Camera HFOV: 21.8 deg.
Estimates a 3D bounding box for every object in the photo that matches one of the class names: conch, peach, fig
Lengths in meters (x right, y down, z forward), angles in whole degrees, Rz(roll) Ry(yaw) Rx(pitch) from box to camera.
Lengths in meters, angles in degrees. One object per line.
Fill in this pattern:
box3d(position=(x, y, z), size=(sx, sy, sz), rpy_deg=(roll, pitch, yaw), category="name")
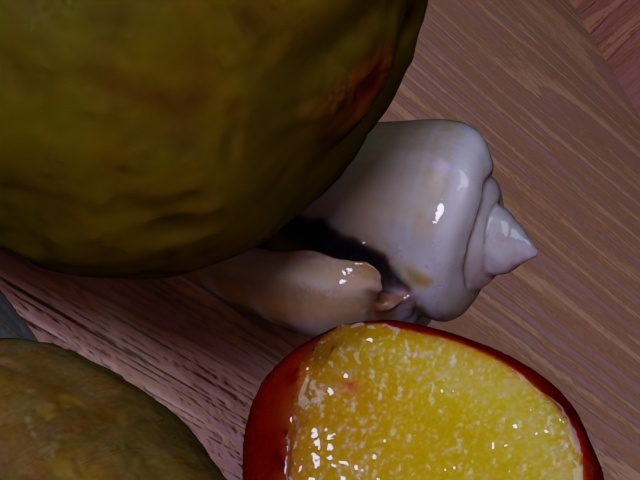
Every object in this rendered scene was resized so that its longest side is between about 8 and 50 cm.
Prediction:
box3d(position=(0.009, 0.000, 0.999), size=(0.158, 0.255, 0.127), rpy_deg=(-63, 141, -28), category="conch")
box3d(position=(0.054, 0.132, 0.889), size=(0.192, 0.190, 0.190), rpy_deg=(56, 11, -43), category="peach")
box3d(position=(-0.110, -0.159, 0.867), size=(0.343, 0.343, 0.343), rpy_deg=(43, 20, -20), category="fig")

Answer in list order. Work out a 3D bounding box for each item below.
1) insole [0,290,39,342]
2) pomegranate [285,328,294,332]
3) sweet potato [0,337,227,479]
box3d(position=(-0.249, -0.051, 0.811), size=(0.348, 0.009, 0.119), rpy_deg=(50, 18, -2), category="insole")
box3d(position=(0.003, 0.007, 1.128), size=(0.129, 0.129, 0.159), rpy_deg=(57, -5, 18), category="pomegranate")
box3d(position=(-0.072, 0.152, 0.619), size=(0.158, 0.158, 0.369), rpy_deg=(20, 34, -57), category="sweet potato")
